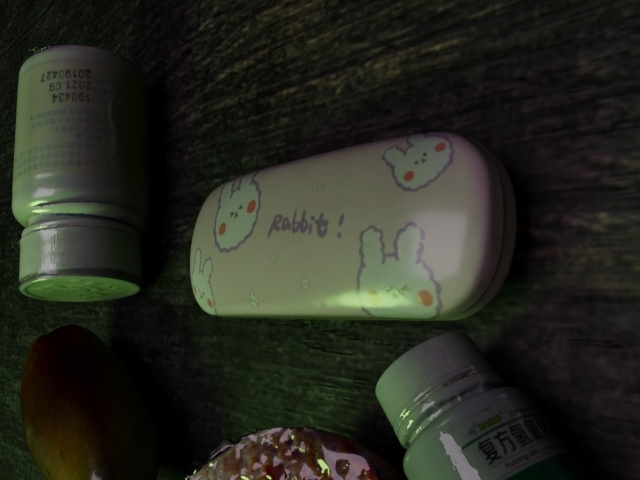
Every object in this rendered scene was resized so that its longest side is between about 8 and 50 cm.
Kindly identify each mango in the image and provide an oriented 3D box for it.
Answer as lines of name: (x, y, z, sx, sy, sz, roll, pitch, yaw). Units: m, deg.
mango: (-0.234, 0.187, 0.653, 0.133, 0.111, 0.267, -55, 44, 4)

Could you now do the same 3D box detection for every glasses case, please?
glasses case: (0.000, 0.000, 0.460, 0.297, 0.075, 0.113, -7, 76, 46)

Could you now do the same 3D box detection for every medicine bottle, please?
medicine bottle: (-0.261, -0.069, 0.710, 0.143, 0.143, 0.258, -21, 66, 44)
medicine bottle: (0.087, 0.118, 0.337, 0.080, 0.080, 0.130, -53, 49, 27)

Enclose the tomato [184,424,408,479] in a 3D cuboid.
tomato: (-0.009, 0.227, 0.395, 0.225, 0.085, 0.225, -8, 73, 29)
